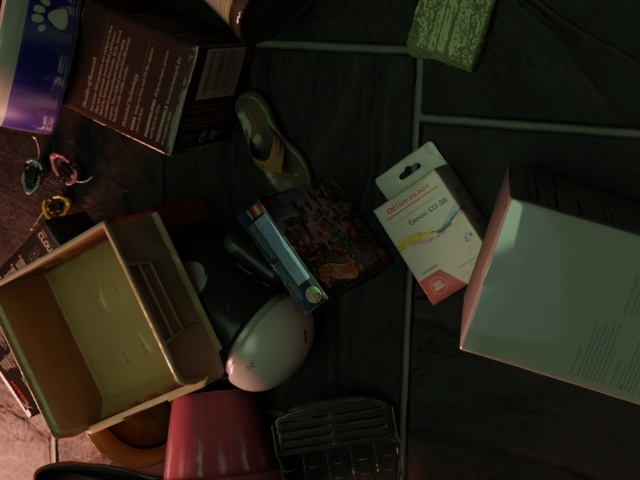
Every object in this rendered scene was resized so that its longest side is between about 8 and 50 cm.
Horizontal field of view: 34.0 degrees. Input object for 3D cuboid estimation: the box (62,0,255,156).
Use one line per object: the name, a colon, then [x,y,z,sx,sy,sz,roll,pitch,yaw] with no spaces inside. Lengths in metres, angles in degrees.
box: [-0.237,-0.246,1.549,0.203,0.168,0.167,25,112,20]

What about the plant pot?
plant pot: [-0.160,0.327,1.632,0.201,0.201,0.180,-12,80,28]

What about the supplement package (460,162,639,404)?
supplement package: [0.327,0.051,1.284,0.262,0.198,0.199,17,108,4]

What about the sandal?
sandal: [-0.077,-0.139,1.559,0.072,0.049,0.180,-28,94,29]

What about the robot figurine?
robot figurine: [-0.138,0.103,1.578,0.278,0.209,0.173,36,75,16]

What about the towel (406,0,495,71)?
towel: [0.181,-0.309,1.411,0.110,0.027,0.148,20,108,20]

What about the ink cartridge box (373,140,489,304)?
ink cartridge box: [0.157,-0.026,1.460,0.115,0.067,0.198,-35,84,28]

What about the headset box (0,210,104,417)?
headset box: [-0.415,0.111,1.687,0.293,0.110,0.218,-42,80,27]

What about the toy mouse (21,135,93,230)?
toy mouse: [-0.450,-0.111,1.760,0.161,0.031,0.143,-21,91,28]

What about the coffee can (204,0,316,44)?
coffee can: [-0.130,-0.436,1.437,0.275,0.201,0.201,46,116,11]

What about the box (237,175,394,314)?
box: [0.000,0.000,1.448,0.044,0.233,0.159,-39,83,27]

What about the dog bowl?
dog bowl: [-0.437,-0.297,1.586,0.104,0.265,0.265,11,111,-20]

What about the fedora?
fedora: [-0.304,0.278,1.727,0.079,0.194,0.194,-5,101,67]

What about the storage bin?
storage bin: [-0.307,0.128,1.500,0.262,0.123,0.260,-26,89,30]

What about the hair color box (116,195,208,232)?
hair color box: [-0.241,-0.033,1.612,0.072,0.141,0.043,-12,95,27]

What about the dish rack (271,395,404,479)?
dish rack: [0.036,0.372,1.562,0.208,0.074,0.272,-10,97,0]

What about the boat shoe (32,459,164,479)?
boat shoe: [-0.315,0.433,1.719,0.335,0.095,0.112,9,63,8]
